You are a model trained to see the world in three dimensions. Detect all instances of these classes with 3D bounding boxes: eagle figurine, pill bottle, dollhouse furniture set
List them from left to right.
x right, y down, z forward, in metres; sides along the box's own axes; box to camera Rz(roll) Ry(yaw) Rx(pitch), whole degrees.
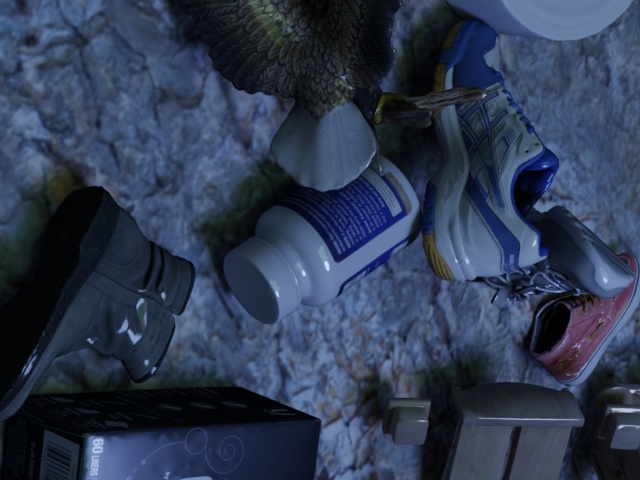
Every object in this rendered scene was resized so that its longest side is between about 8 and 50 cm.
[{"bbox_3d":[-0.002,-0.220,1.610,0.226,0.225,0.298,-35,131,-16],"label":"eagle figurine"},{"bbox_3d":[0.000,0.000,1.701,0.186,0.112,0.112,-34,119,-29],"label":"pill bottle"},{"bbox_3d":[0.215,0.269,1.977,0.355,0.174,0.303,3,122,-12],"label":"dollhouse furniture set"}]

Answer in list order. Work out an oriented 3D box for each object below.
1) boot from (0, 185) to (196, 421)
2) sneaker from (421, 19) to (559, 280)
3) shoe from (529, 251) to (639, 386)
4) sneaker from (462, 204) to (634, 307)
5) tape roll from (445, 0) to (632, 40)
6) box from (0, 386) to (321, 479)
[{"bbox_3d":[-0.204,0.086,1.559,0.161,0.083,0.246,46,60,-36],"label":"boot"},{"bbox_3d":[0.183,-0.094,1.760,0.112,0.131,0.296,52,38,-59],"label":"sneaker"},{"bbox_3d":[0.311,0.079,1.999,0.081,0.063,0.178,39,80,-43],"label":"shoe"},{"bbox_3d":[0.229,0.032,1.793,0.105,0.281,0.115,40,84,-18],"label":"sneaker"},{"bbox_3d":[0.236,-0.357,1.820,0.286,0.100,0.286,-10,107,-37],"label":"tape roll"},{"bbox_3d":[-0.150,0.234,1.612,0.270,0.143,0.165,1,99,-39],"label":"box"}]
